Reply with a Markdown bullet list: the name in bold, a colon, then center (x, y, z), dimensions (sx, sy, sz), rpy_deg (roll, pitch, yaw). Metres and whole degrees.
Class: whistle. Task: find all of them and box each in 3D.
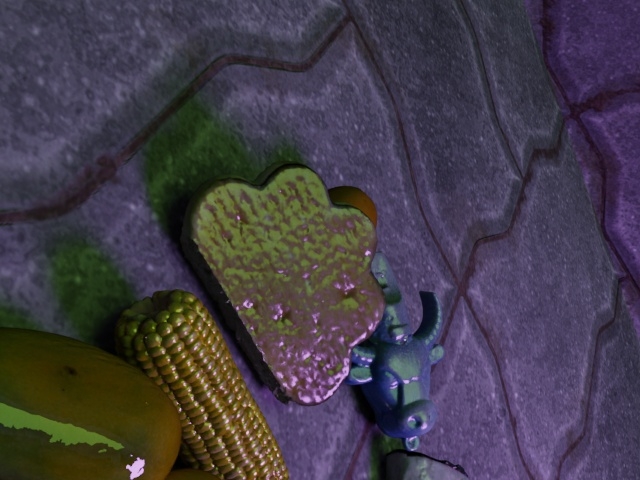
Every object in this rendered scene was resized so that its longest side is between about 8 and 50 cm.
- **whistle**: center (0.091, 0.144, 1.083), dimensions (0.180, 0.093, 0.268), rpy_deg (-10, 85, -32)

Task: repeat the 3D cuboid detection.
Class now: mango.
- **mango**: center (-0.206, 0.126, 0.621), dimensions (0.237, 0.091, 0.137), rpy_deg (35, 14, -34)
- **mango**: center (0.000, 0.000, 1.010), dimensions (0.184, 0.085, 0.102), rpy_deg (-42, 121, -35)

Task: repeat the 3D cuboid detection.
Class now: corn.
- **corn**: center (-0.109, 0.158, 0.773), dimensions (0.093, 0.093, 0.244), rpy_deg (-53, 126, -51)

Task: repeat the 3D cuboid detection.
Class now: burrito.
- **burrito**: center (0.136, 0.398, 1.063), dimensions (0.144, 0.089, 0.228), rpy_deg (28, 54, -32)

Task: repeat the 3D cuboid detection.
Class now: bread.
- **bread**: center (-0.024, 0.035, 0.911), dimensions (0.207, 0.056, 0.286), rpy_deg (-33, 112, -25)

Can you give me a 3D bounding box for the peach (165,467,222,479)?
- **peach**: center (-0.123, 0.287, 0.693), dimensions (0.179, 0.103, 0.179), rpy_deg (20, 65, -55)
